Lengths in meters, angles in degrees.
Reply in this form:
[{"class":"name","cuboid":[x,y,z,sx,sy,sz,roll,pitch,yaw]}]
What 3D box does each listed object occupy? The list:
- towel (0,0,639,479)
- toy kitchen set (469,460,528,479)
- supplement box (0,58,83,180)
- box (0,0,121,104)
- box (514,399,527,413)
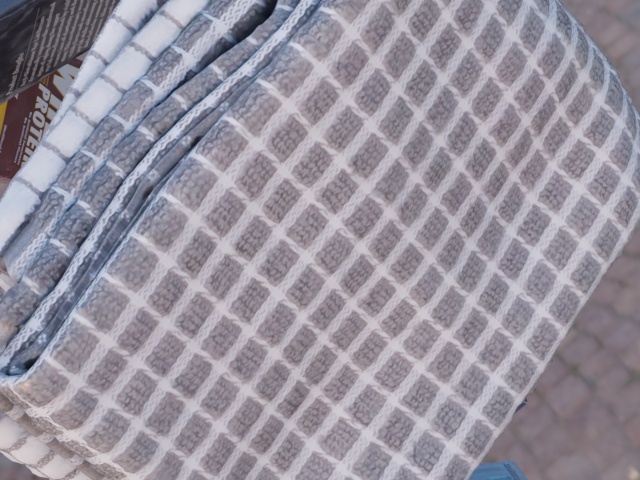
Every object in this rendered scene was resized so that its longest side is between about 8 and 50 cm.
[{"class":"towel","cuboid":[0.000,0.000,0.721,0.121,0.235,0.284,25,77,43]},{"class":"toy kitchen set","cuboid":[0.078,0.181,1.565,0.207,0.166,0.122,-6,9,-5]},{"class":"supplement box","cuboid":[-0.337,-0.128,1.683,0.191,0.194,0.129,10,88,20]},{"class":"box","cuboid":[-0.165,-0.187,1.004,0.207,0.153,0.108,-36,-11,-29]},{"class":"box","cuboid":[0.029,0.163,1.443,0.233,0.159,0.044,-45,44,26]}]
